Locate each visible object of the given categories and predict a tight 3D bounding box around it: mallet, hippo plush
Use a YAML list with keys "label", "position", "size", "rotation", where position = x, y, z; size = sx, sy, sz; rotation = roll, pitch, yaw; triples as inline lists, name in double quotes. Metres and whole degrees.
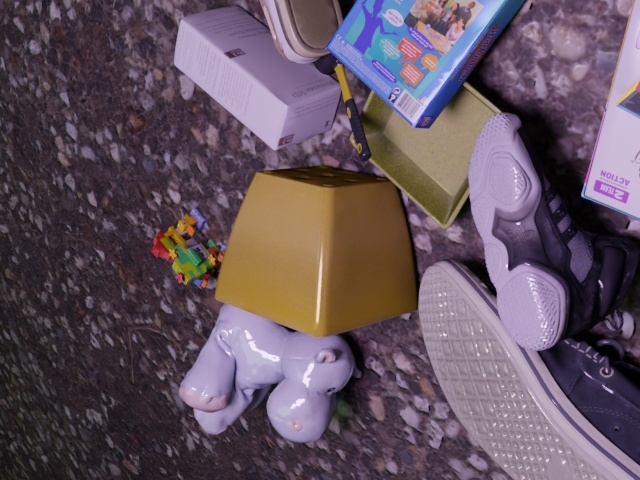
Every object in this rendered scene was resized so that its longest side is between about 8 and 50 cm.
- label: "mallet"
  position: [0.041, -0.194, 1.182]
  size: [0.062, 0.039, 0.189]
  rotation: [-52, 47, 43]
- label: "hippo plush"
  position: [-0.053, 0.197, 1.443]
  size: [0.237, 0.234, 0.294]
  rotation: [17, 80, 20]

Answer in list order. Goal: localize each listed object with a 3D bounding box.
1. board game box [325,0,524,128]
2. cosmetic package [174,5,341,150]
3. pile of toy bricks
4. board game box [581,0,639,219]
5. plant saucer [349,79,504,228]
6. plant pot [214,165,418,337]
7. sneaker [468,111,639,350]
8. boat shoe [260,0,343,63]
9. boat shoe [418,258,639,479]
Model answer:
- label: "board game box"
  position: [0.124, -0.261, 1.051]
  size: [0.160, 0.047, 0.210]
  rotation: [46, 116, 20]
- label: "cosmetic package"
  position: [-0.092, -0.236, 1.285]
  size: [0.231, 0.117, 0.085]
  rotation: [40, 135, 24]
- label: "pile of toy bricks"
  position: [-0.211, 0.042, 1.557]
  size: [0.212, 0.105, 0.118]
  rotation: [48, 137, 17]
- label: "board game box"
  position: [0.402, -0.143, 0.858]
  size: [0.242, 0.064, 0.316]
  rotation: [30, 129, 33]
- label: "plant saucer"
  position: [0.144, -0.142, 1.142]
  size: [0.188, 0.045, 0.188]
  rotation: [45, 136, 20]
- label: "plant pot"
  position: [0.000, 0.000, 1.255]
  size: [0.212, 0.212, 0.187]
  rotation: [16, 108, 41]
- label: "sneaker"
  position: [0.264, -0.015, 1.021]
  size: [0.101, 0.153, 0.268]
  rotation: [147, 115, -63]
- label: "boat shoe"
  position: [-0.051, -0.380, 1.170]
  size: [0.103, 0.113, 0.302]
  rotation: [-3, 96, 64]
- label: "boat shoe"
  position: [0.296, 0.203, 1.084]
  size: [0.500, 0.156, 0.186]
  rotation: [47, 143, 35]
